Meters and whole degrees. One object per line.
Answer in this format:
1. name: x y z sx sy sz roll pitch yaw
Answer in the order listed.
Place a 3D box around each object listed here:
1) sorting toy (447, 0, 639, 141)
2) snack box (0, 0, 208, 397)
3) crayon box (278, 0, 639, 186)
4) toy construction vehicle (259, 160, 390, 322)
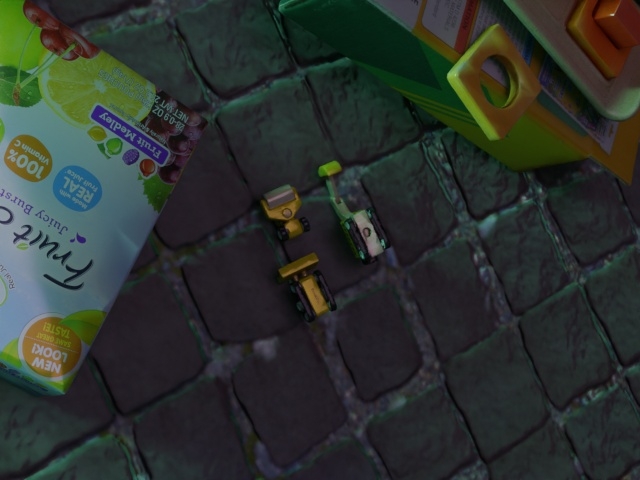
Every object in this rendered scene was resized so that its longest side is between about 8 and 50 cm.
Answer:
1. sorting toy: 0.212 -0.215 0.871 0.196 0.047 0.347 39 67 -26
2. snack box: -0.193 -0.032 0.723 0.174 0.070 0.207 32 68 -21
3. crayon box: 0.134 -0.193 0.907 0.323 0.083 0.203 29 67 -33
4. toy construction vehicle: 0.000 0.000 0.849 0.086 0.035 0.098 -28 92 -19
